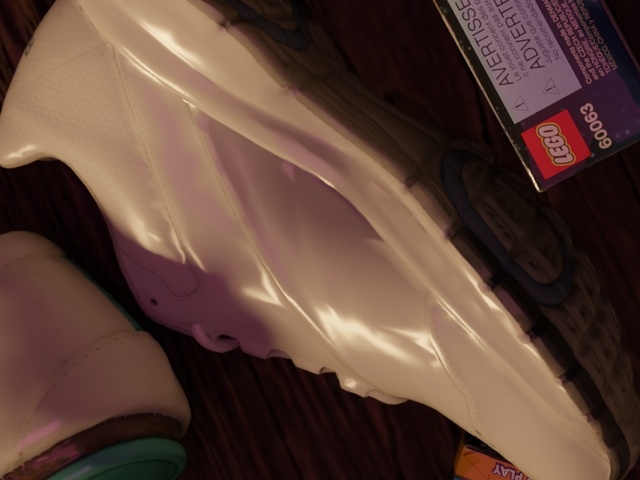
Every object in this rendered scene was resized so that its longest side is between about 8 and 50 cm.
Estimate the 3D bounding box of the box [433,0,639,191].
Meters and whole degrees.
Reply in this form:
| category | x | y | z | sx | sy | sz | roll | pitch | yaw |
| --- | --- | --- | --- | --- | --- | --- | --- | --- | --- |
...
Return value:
| category | x | y | z | sx | sy | sz | roll | pitch | yaw |
| --- | --- | --- | --- | --- | --- | --- | --- | --- | --- |
| box | 0.061 | -0.105 | 0.639 | 0.044 | 0.233 | 0.159 | -29 | 91 | 11 |

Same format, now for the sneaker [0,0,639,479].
| category | x | y | z | sx | sy | sz | roll | pitch | yaw |
| --- | --- | --- | --- | --- | --- | --- | --- | --- | --- |
| sneaker | 0.000 | 0.000 | 0.737 | 0.297 | 0.111 | 0.129 | 42 | 111 | 9 |

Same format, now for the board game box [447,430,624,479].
| category | x | y | z | sx | sy | sz | roll | pitch | yaw |
| --- | --- | --- | --- | --- | --- | --- | --- | --- | --- |
| board game box | 0.115 | 0.170 | 0.753 | 0.170 | 0.048 | 0.141 | 19 | 97 | 6 |

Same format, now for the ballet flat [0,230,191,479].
| category | x | y | z | sx | sy | sz | roll | pitch | yaw |
| --- | --- | --- | --- | --- | --- | --- | --- | --- | --- |
| ballet flat | -0.236 | 0.131 | 0.767 | 0.400 | 0.139 | 0.139 | -33 | 91 | 10 |
